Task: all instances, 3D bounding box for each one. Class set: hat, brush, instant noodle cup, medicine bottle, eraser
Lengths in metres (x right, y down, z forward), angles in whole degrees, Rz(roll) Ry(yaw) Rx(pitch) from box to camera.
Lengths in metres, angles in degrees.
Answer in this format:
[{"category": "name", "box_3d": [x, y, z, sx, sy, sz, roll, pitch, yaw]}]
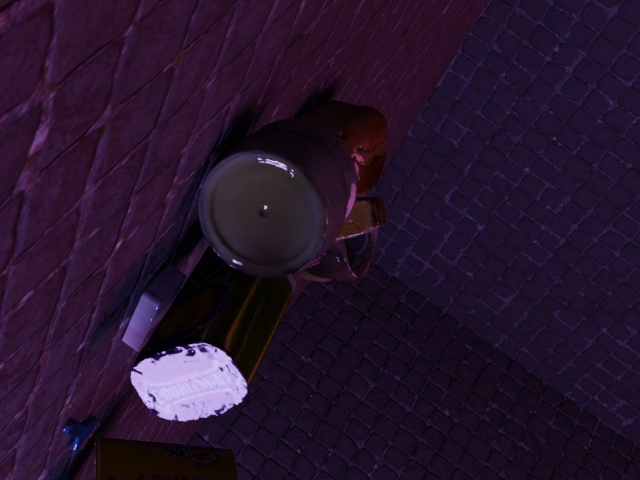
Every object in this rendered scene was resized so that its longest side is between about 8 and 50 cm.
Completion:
[{"category": "hat", "box_3d": [0.017, -0.063, 1.665, 0.275, 0.161, 0.232, 93, -5, -45]}, {"category": "brush", "box_3d": [-0.305, 0.240, 1.294, 0.051, 0.014, 0.164, -56, 176, -15]}, {"category": "instant noodle cup", "box_3d": [-0.224, 0.402, 1.456, 0.264, 0.200, 0.265, -178, -90, -79]}, {"category": "medicine bottle", "box_3d": [-0.042, -0.047, 1.077, 0.147, 0.147, 0.143, -57, 179, 24]}, {"category": "eraser", "box_3d": [-0.193, 0.079, 1.190, 0.065, 0.026, 0.105, -49, 173, -48]}]

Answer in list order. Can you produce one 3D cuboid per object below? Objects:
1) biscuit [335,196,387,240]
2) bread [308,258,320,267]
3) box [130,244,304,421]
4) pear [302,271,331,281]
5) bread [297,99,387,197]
[{"category": "biscuit", "box_3d": [0.000, -0.022, 1.342, 0.188, 0.052, 0.056, -10, -178, 33]}, {"category": "bread", "box_3d": [-0.087, 0.024, 1.633, 0.154, 0.054, 0.136, -18, -158, -10]}, {"category": "box", "box_3d": [-0.091, 0.056, 1.178, 0.134, 0.097, 0.346, -22, -156, 27]}, {"category": "pear", "box_3d": [0.000, 0.000, 2.063, 0.167, 0.136, 0.167, 18, 90, -79]}, {"category": "bread", "box_3d": [0.030, -0.120, 1.418, 0.236, 0.106, 0.140, -39, 141, -71]}]
